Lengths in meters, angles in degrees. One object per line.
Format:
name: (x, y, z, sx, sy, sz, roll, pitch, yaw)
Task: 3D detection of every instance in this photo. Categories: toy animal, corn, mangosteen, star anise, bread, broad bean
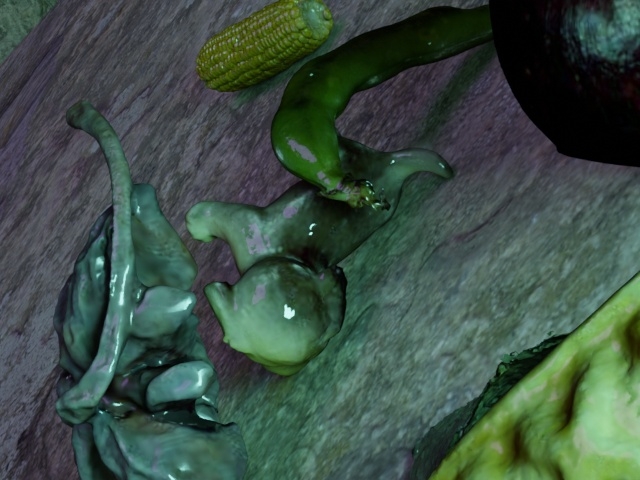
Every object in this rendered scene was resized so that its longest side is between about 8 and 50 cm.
toy animal: (-0.014, 0.004, 1.151, 0.169, 0.121, 0.233, 15, 60, 49)
corn: (-0.071, -0.231, 1.643, 0.238, 0.080, 0.080, -15, 43, 53)
mangosteen: (0.196, -0.153, 0.739, 0.287, 0.288, 0.233, -160, 79, -67)
star anise: (-0.159, 0.099, 1.095, 0.359, 0.139, 0.315, 53, 139, 46)
bread: (0.150, 0.106, 0.658, 0.267, 0.130, 0.152, -45, -14, 19)
broad bean: (0.047, -0.125, 1.158, 0.144, 0.049, 0.292, 17, 46, 22)

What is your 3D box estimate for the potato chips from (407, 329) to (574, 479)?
potato chips: (0.112, 0.100, 0.805, 0.228, 0.059, 0.167, -48, -8, 24)
